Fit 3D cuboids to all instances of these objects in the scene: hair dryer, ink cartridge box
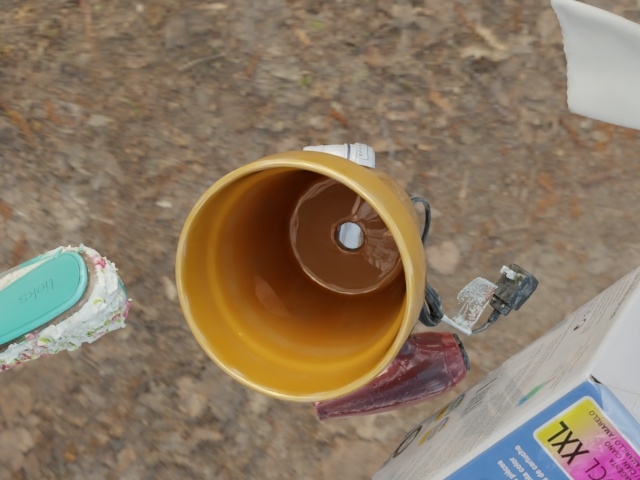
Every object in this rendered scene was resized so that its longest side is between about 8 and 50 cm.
[{"bbox_3d":[0.087,0.096,1.719,0.223,0.080,0.293,29,104,-21],"label":"hair dryer"},{"bbox_3d":[0.157,0.206,1.231,0.151,0.395,0.270,51,32,0],"label":"ink cartridge box"}]

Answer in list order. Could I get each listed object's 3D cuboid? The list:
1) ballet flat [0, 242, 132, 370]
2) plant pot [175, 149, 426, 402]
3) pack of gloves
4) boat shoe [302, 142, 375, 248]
[{"bbox_3d":[-0.242,0.073,1.084,0.077,0.241,0.091,40,38,-56],"label":"ballet flat"},{"bbox_3d":[0.004,0.012,1.289,0.205,0.188,0.205,5,106,17],"label":"plant pot"},{"bbox_3d":[0.192,-0.116,0.790,0.046,0.232,0.195,-31,126,-26],"label":"pack of gloves"},{"bbox_3d":[0.000,0.000,1.469,0.076,0.083,0.226,7,118,-3],"label":"boat shoe"}]
